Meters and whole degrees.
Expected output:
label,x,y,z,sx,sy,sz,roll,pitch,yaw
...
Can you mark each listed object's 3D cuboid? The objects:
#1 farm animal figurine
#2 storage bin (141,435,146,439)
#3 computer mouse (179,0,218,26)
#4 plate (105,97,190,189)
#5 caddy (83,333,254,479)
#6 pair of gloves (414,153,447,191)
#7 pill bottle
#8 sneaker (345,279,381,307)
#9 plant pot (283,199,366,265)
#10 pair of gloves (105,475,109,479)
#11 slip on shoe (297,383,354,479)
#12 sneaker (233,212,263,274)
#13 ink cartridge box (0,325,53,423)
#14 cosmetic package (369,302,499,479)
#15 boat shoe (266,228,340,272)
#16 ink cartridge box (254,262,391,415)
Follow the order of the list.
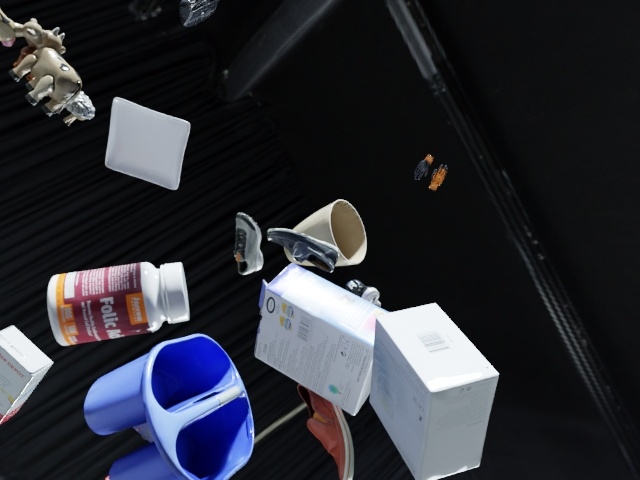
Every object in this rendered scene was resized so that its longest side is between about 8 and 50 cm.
label,x,y,z,sx,sy,sz,roll,pitch,yaw
farm animal figurine,-0.739,-0.483,1.600,0.327,0.172,0.330,50,1,2
storage bin,-0.342,0.389,1.393,0.180,0.122,0.084,-173,-88,-71
computer mouse,-0.373,-0.750,1.905,0.072,0.188,0.272,60,-22,-12
plate,-0.610,-0.343,2.168,0.277,0.045,0.278,18,-59,-3
caddy,-0.221,0.288,1.020,0.241,0.179,0.341,66,12,7
pair of gloves,0.288,-0.178,1.599,0.083,0.010,0.074,40,-72,27
pill bottle,-0.619,0.189,1.910,0.224,0.392,0.224,172,-90,-80
sneaker,0.123,0.169,1.953,0.121,0.079,0.217,43,-9,21
plant pot,0.000,0.000,2.414,0.274,0.256,0.256,-17,-76,33
pair of gloves,-0.507,0.697,1.689,0.159,0.023,0.198,27,-20,10
slip on shoe,0.016,0.511,1.671,0.331,0.101,0.123,-114,-160,-44
sneaker,-0.297,0.018,2.430,0.100,0.108,0.271,17,-55,37
ink cartridge box,-0.688,0.294,1.334,0.127,0.072,0.175,42,-72,2
cosmetic package,0.199,0.280,1.146,0.224,0.138,0.224,-126,-149,-56
boat shoe,-0.057,0.026,1.858,0.233,0.079,0.084,22,-22,-7
ink cartridge box,-0.020,0.247,1.647,0.395,0.151,0.270,26,-52,17
